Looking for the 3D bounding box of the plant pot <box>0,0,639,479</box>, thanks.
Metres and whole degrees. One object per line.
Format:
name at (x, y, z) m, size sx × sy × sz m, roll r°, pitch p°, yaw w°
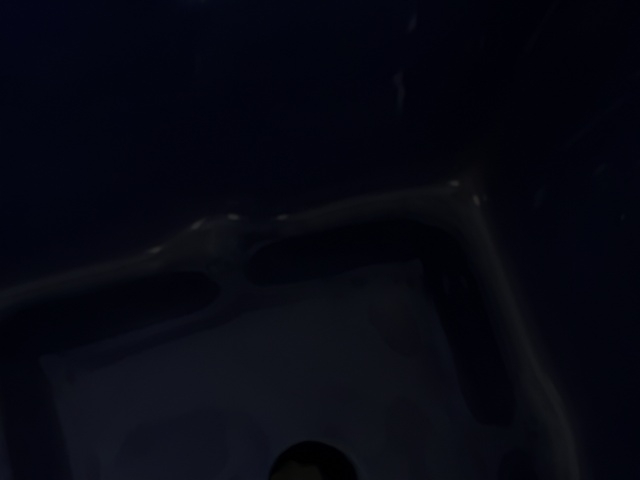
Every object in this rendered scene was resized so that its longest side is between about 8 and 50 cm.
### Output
plant pot at (0.011, 0.036, 0.290) m, size 0.212 × 0.236 × 0.236 m, roll 122°, pitch -48°, yaw -68°
